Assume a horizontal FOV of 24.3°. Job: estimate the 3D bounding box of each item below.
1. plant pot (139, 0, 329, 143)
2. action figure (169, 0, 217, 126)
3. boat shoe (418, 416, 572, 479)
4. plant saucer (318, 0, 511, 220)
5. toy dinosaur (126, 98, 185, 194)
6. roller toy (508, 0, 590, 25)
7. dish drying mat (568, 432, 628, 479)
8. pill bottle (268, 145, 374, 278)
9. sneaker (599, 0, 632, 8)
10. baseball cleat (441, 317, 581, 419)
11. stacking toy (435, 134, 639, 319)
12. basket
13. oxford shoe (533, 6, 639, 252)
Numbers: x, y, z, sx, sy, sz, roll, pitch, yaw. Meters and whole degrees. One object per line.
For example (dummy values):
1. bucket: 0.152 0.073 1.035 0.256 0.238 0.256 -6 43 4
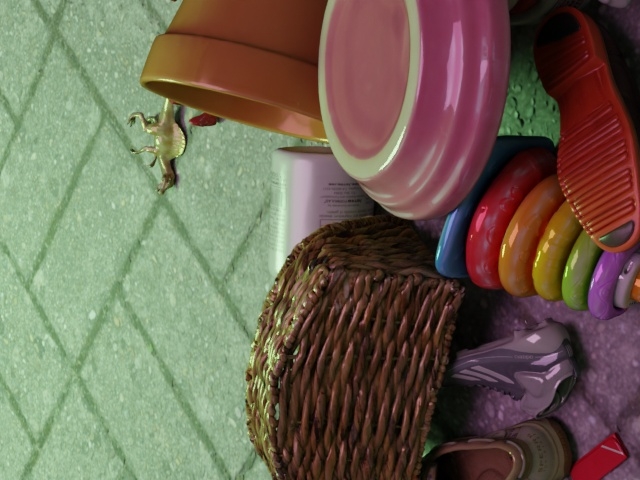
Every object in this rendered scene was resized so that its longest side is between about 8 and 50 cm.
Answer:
1. plant pot: -0.055 -0.249 1.819 0.291 0.291 0.203 14 88 49
2. action figure: -0.163 -0.294 2.037 0.091 0.139 0.280 45 123 36
3. boat shoe: 0.165 0.275 1.730 0.285 0.089 0.104 -39 66 46
4. plant saucer: 0.082 -0.187 1.559 0.332 0.084 0.332 -179 90 -67
5. toy dinosaur: -0.235 -0.164 2.208 0.093 0.053 0.183 19 116 31
6. roller toy: 0.210 -0.322 1.577 0.191 0.146 0.209 30 120 55
7. dish drying mat: 0.303 0.243 1.629 0.083 0.008 0.032 -49 59 40
8. pill bottle: 0.000 0.000 1.869 0.131 0.131 0.229 12 103 49
9. sneaker: 0.325 -0.337 1.486 0.232 0.115 0.090 -56 42 4
10. baseball cleat: 0.207 0.158 1.687 0.206 0.072 0.109 -30 78 51
11. stacking toy: 0.285 0.017 1.544 0.302 0.175 0.165 28 110 30
12. basket: 0.013 0.130 1.755 0.223 0.214 0.299 -124 43 -63
13. oxford shoe: 0.296 -0.110 1.504 0.097 0.098 0.271 -29 58 41
